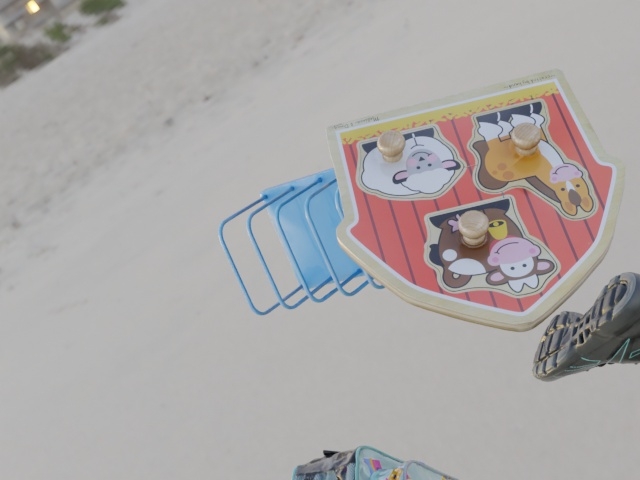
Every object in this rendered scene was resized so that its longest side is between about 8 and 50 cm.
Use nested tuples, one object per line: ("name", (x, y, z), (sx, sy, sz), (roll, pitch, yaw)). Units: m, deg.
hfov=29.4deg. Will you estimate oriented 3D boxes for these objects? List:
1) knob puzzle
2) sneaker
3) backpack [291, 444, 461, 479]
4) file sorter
("knob puzzle", (0.103, -0.028, 0.781), (0.213, 0.213, 0.030), (-38, -33, -19))
("sneaker", (0.370, 0.136, 1.593), (0.267, 0.106, 0.101), (-47, 20, 58))
("backpack", (0.062, 0.271, 0.969), (0.144, 0.166, 0.188), (-16, 56, 42))
("file sorter", (0.000, 0.000, 1.239), (0.170, 0.118, 0.104), (-15, 14, 38))
